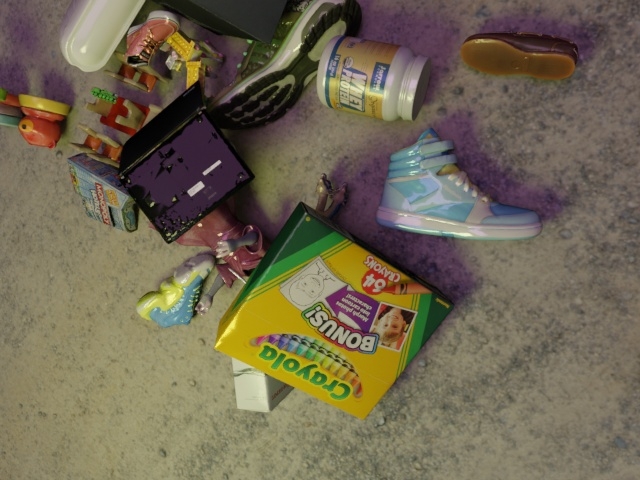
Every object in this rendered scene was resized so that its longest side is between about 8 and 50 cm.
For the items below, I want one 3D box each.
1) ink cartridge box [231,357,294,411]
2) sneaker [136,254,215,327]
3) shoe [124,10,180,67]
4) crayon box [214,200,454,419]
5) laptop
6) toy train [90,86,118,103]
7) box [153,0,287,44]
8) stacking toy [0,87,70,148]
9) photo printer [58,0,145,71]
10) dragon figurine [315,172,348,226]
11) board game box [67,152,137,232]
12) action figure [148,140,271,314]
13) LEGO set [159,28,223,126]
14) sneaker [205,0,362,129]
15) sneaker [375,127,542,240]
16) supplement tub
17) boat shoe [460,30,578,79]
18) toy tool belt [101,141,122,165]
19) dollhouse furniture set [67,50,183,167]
[{"bbox_3d":[-0.132,0.266,1.013,0.087,0.153,0.208,-5,92,20],"label":"ink cartridge box"},{"bbox_3d":[-0.347,0.139,1.127,0.240,0.091,0.126,-34,116,7],"label":"sneaker"},{"bbox_3d":[-0.378,-0.444,0.973,0.178,0.063,0.081,1,81,39],"label":"shoe"},{"bbox_3d":[0.027,0.151,0.877,0.363,0.106,0.313,31,100,-17],"label":"crayon box"},{"bbox_3d":[-0.289,-0.171,0.921,0.234,0.136,0.264,-36,93,11],"label":"laptop"},{"bbox_3d":[-0.515,-0.348,1.040,0.083,0.017,0.023,21,77,22],"label":"toy train"},{"bbox_3d":[-0.169,-0.603,0.862,0.312,0.179,0.343,39,109,49],"label":"box"},{"bbox_3d":[-0.879,-0.340,1.160,0.309,0.279,0.130,13,98,22],"label":"stacking toy"},{"bbox_3d":[-0.523,-0.564,1.051,0.307,0.107,0.256,-48,45,16],"label":"photo printer"},{"bbox_3d":[0.000,0.000,0.978,0.085,0.144,0.289,16,119,16],"label":"dragon figurine"},{"bbox_3d":[-0.548,-0.110,1.137,0.194,0.060,0.194,19,126,18],"label":"board game box"},{"bbox_3d":[-0.218,-0.004,1.035,0.370,0.276,0.248,45,131,-9],"label":"action figure"},{"bbox_3d":[-0.288,-0.393,1.032,0.132,0.107,0.287,-29,80,33],"label":"LEGO set"},{"bbox_3d":[-0.108,-0.412,0.969,0.410,0.158,0.182,-37,68,14],"label":"sneaker"},{"bbox_3d":[0.271,-0.112,0.853,0.319,0.127,0.208,8,99,18],"label":"sneaker"},{"bbox_3d":[0.108,-0.324,0.880,0.200,0.144,0.144,18,100,17],"label":"supplement tub"},{"bbox_3d":[0.377,-0.359,0.829,0.207,0.073,0.073,18,63,14],"label":"boat shoe"},{"bbox_3d":[-0.561,-0.227,1.181,0.083,0.052,0.051,51,135,10],"label":"toy tool belt"},{"bbox_3d":[-0.453,-0.298,1.091,0.259,0.135,0.262,25,89,22],"label":"dollhouse furniture set"}]
